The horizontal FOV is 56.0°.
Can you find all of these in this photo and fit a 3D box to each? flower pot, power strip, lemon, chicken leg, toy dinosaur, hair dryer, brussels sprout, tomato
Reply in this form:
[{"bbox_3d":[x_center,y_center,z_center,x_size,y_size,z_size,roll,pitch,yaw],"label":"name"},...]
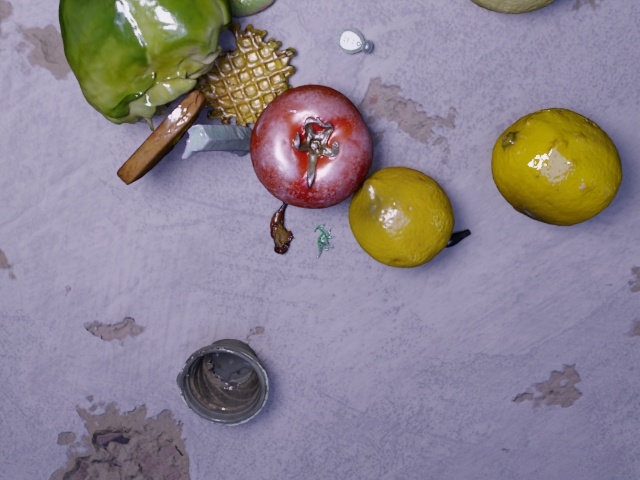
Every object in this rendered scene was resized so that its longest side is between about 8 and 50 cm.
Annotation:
[{"bbox_3d":[-0.243,0.350,1.571,0.235,0.140,0.236,0,108,1],"label":"flower pot"},{"bbox_3d":[0.078,-0.445,1.353,0.083,0.035,0.055,21,108,6],"label":"power strip"},{"bbox_3d":[0.523,-0.161,1.340,0.283,0.260,0.261,11,109,0],"label":"lemon"},{"bbox_3d":[-0.098,-0.033,1.492,0.062,0.037,0.145,-12,112,-20],"label":"chicken leg"},{"bbox_3d":[0.000,0.000,1.512,0.083,0.021,0.062,-41,98,9],"label":"toy dinosaur"},{"bbox_3d":[0.326,-0.029,1.504,0.078,0.031,0.083,-28,100,-2],"label":"hair dryer"},{"bbox_3d":[0.179,-0.055,1.383,0.253,0.228,0.229,21,109,-28],"label":"lemon"},{"bbox_3d":[-0.359,-0.424,1.221,0.314,0.276,0.371,36,123,-10],"label":"brussels sprout"},{"bbox_3d":[-0.023,-0.201,1.332,0.269,0.227,0.271,0,93,-8],"label":"tomato"}]

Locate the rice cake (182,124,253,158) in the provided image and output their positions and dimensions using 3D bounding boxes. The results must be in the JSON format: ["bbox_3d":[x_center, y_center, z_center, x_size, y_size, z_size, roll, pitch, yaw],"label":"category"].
[{"bbox_3d":[-0.206,-0.215,1.304,0.081,0.290,0.051,-41,83,21],"label":"rice cake"}]

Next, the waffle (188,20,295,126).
[{"bbox_3d":[-0.180,-0.369,1.365,0.228,0.051,0.232,19,109,-10],"label":"waffle"}]

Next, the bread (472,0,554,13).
[{"bbox_3d":[0.395,-0.616,1.181,0.320,0.237,0.321,0,113,0],"label":"bread"}]

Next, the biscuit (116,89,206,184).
[{"bbox_3d":[-0.314,-0.233,1.280,0.262,0.277,0.052,-40,108,20],"label":"biscuit"}]

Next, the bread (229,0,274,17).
[{"bbox_3d":[-0.195,-0.633,1.274,0.301,0.045,0.302,0,109,0],"label":"bread"}]
